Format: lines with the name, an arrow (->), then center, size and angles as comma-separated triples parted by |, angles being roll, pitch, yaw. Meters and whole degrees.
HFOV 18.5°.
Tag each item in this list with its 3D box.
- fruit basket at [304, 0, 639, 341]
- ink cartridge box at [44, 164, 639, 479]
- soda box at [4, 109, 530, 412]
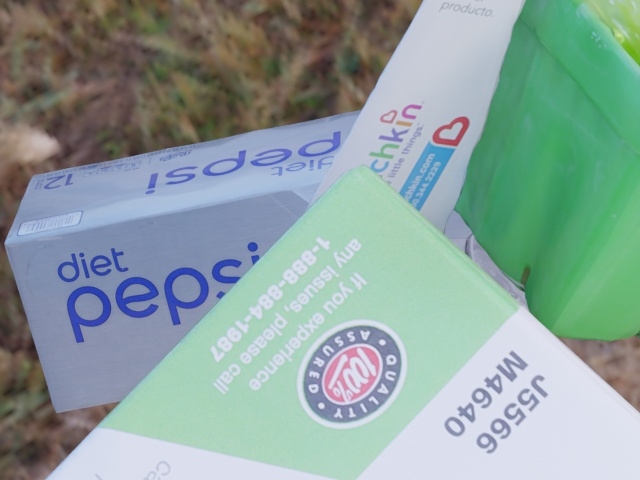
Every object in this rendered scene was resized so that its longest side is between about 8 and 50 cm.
fruit basket -> 0.192, -0.130, 0.647 | 0.327, 0.353, 0.165 | 5, 30, -32
ink cartridge box -> 0.045, 0.147, 0.542 | 0.273, 0.115, 0.198 | 42, 81, 12
soda box -> 0.000, 0.000, 0.957 | 0.286, 0.098, 0.091 | -10, 23, 5
